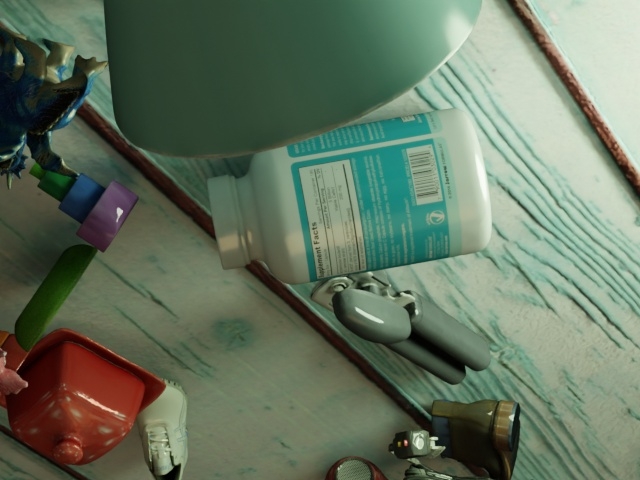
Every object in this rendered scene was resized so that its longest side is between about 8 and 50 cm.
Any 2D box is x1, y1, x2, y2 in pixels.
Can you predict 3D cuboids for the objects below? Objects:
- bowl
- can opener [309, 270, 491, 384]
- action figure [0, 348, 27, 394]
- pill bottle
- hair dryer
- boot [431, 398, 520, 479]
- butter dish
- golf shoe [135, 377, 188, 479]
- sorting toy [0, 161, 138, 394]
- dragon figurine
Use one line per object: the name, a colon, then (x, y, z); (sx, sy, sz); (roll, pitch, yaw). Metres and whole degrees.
bowl: (-0.046, -0.216, 1.241); (0.312, 0.311, 0.163); (-18, 121, 8)
can opener: (0.097, 0.111, 1.814); (0.076, 0.095, 0.283); (-32, 138, 25)
action figure: (-0.455, 0.140, 1.545); (0.370, 0.276, 0.248); (-11, 103, 29)
pill bottle: (0.026, -0.039, 1.566); (0.264, 0.146, 0.146); (-10, 142, -1)
hair dryer: (0.112, 0.339, 2.079); (0.224, 0.080, 0.293); (29, 146, -26)
boot: (0.201, 0.254, 2.064); (0.106, 0.082, 0.219); (9, 151, 12)
butter dish: (-0.279, 0.199, 1.796); (0.160, 0.118, 0.160); (34, 124, -29)
golf shoe: (-0.186, 0.233, 1.906); (0.069, 0.086, 0.176); (-9, 141, 0)
sorting toy: (-0.323, 0.045, 1.645); (0.126, 0.127, 0.365); (34, 126, -7)
dragon figurine: (-0.249, -0.099, 1.375); (0.085, 0.289, 0.144); (11, 99, -30)
